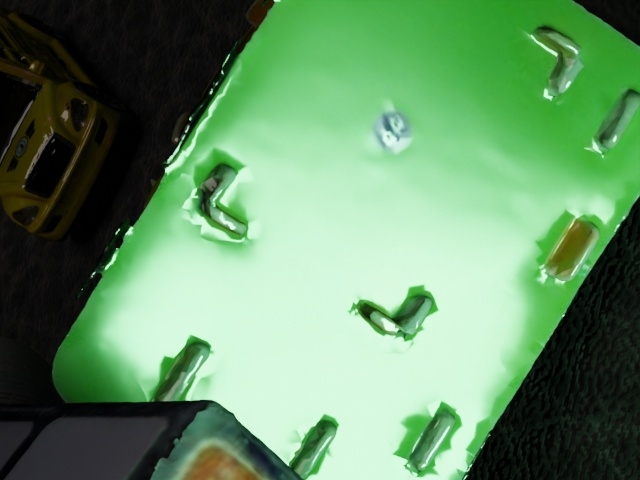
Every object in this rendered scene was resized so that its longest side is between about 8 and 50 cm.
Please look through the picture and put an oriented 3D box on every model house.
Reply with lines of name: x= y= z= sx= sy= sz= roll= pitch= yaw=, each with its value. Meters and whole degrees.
model house: x=0.000 y=0.000 z=1.065 sx=0.358 sy=0.242 sz=0.313 roll=-60 pitch=10 yaw=-4

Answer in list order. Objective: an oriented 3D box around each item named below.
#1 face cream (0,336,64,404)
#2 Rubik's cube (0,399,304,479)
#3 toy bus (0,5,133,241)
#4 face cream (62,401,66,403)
face cream: x=-0.282 y=0.188 z=1.417 sx=0.177 sy=0.177 sz=0.153 roll=-56 pitch=33 yaw=22
Rubik's cube: x=-0.109 y=0.286 z=0.857 sx=0.316 sy=0.318 sz=0.313 roll=-9 pitch=39 yaw=56
toy bus: x=-0.304 y=-0.127 z=1.676 sx=0.145 sy=0.151 sz=0.331 roll=-60 pitch=30 yaw=10
face cream: x=-0.083 y=0.039 z=1.294 sx=0.341 sy=0.084 sz=0.137 roll=-54 pitch=29 yaw=3
